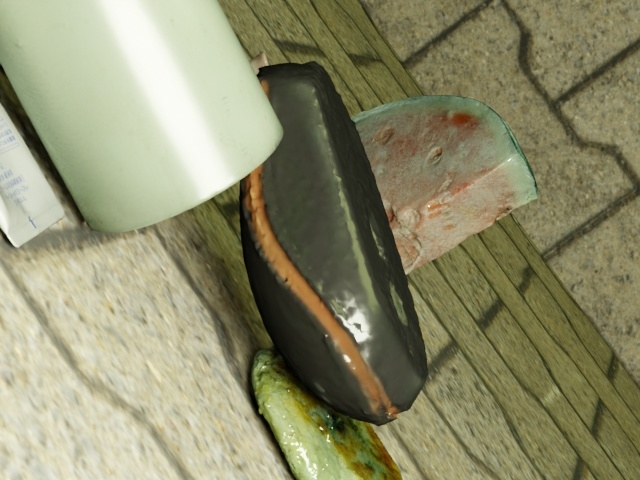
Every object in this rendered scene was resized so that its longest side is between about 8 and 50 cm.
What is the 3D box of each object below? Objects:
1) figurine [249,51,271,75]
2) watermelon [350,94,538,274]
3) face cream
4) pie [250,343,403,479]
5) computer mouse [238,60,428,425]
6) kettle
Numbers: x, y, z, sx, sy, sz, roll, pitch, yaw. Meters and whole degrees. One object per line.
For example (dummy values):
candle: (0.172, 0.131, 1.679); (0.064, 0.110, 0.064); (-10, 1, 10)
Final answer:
figurine: (-0.146, -0.158, 1.333); (0.237, 0.141, 0.162); (43, 10, -35)
watermelon: (0.113, -0.035, 1.745); (0.148, 0.318, 0.226); (49, 54, -35)
face cream: (-0.247, -0.103, 1.064); (0.224, 0.070, 0.114); (64, 12, -8)
pie: (0.008, 0.163, 1.268); (0.187, 0.041, 0.187); (49, 15, -18)
computer mouse: (-0.005, 0.002, 1.259); (0.183, 0.116, 0.323); (58, 15, -60)
kettle: (-0.172, -0.150, 1.144); (0.240, 0.165, 0.255); (-1, -56, 52)
